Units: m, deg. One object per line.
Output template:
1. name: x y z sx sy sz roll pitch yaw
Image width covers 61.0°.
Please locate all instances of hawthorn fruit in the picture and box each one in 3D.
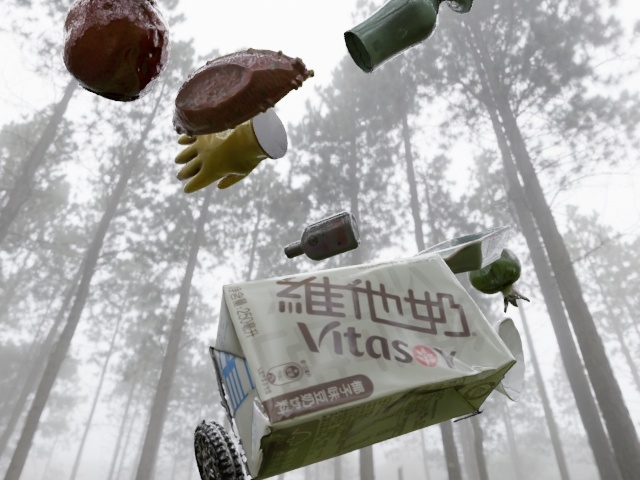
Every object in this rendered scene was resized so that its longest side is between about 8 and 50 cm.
1. hawthorn fruit: -0.359 -0.372 0.994 0.190 0.189 0.251 30 -53 -28

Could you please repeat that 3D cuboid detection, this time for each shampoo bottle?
1. shampoo bottle: 0.000 0.000 1.101 0.165 0.080 0.040 -19 -9 28

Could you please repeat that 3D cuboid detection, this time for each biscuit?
1. biscuit: -0.201 0.452 1.082 0.053 0.194 0.194 -12 -33 -31

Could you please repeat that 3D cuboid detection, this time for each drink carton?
1. drink carton: 0.044 0.138 0.669 0.325 0.194 0.132 -7 -43 -25

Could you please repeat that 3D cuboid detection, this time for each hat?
1. hat: 0.375 0.269 1.231 0.126 0.203 0.203 -10 -42 33

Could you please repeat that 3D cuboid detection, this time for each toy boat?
1. toy boat: -0.168 -0.268 0.991 0.318 0.141 0.099 -14 -5 26

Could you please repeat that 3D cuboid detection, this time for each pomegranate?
1. pomegranate: 0.518 0.114 1.577 0.131 0.191 0.152 -17 -15 -37

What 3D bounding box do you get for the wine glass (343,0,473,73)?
1. wine glass: 0.159 -0.406 1.001 0.231 0.103 0.103 -34 -45 -8

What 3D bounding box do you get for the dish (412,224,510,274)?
1. dish: 0.295 0.030 1.132 0.154 0.064 0.234 -16 0 40

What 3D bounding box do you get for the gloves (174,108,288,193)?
1. gloves: -0.225 -0.197 1.225 0.294 0.133 0.116 -16 -12 31
